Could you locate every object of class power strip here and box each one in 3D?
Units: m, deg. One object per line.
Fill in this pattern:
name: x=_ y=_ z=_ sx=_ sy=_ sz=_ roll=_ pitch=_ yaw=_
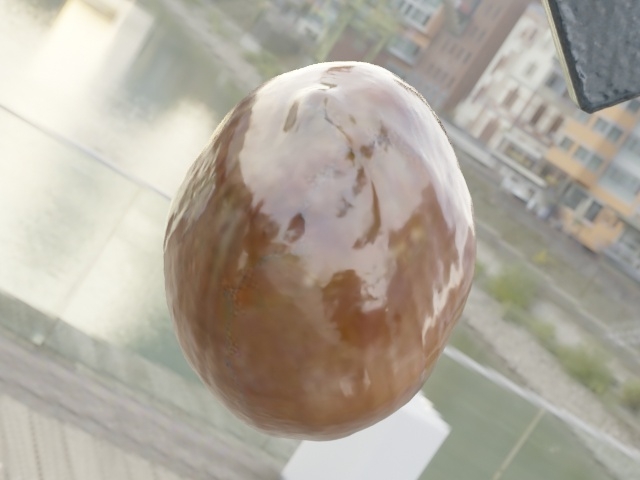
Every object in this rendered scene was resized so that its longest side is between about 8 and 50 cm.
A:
power strip: x=0.249 y=-0.253 z=1.234 sx=0.070 sy=0.105 sz=0.256 roll=-92 pitch=163 yaw=-74

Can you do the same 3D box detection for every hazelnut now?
hazelnut: x=0.000 y=0.000 z=0.755 sx=0.176 sy=0.214 sz=0.214 roll=5 pitch=9 yaw=1
